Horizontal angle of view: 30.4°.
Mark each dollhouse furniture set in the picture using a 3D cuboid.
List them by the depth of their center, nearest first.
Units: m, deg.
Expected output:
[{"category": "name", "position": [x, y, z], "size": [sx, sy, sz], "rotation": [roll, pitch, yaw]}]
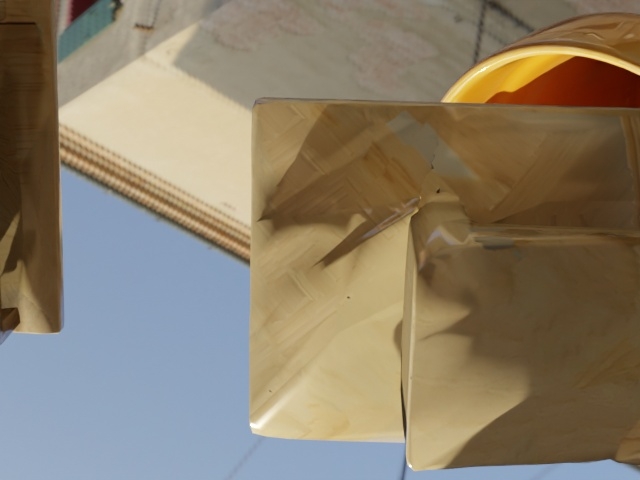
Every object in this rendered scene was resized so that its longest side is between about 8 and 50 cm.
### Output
[{"category": "dollhouse furniture set", "position": [0.000, 0.000, 0.436], "size": [0.394, 0.256, 0.362], "rotation": [2, -75, 2]}]

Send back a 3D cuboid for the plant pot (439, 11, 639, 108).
[{"category": "plant pot", "position": [0.190, -0.039, 0.638], "size": [0.188, 0.205, 0.205], "rotation": [-33, -79, -38]}]
